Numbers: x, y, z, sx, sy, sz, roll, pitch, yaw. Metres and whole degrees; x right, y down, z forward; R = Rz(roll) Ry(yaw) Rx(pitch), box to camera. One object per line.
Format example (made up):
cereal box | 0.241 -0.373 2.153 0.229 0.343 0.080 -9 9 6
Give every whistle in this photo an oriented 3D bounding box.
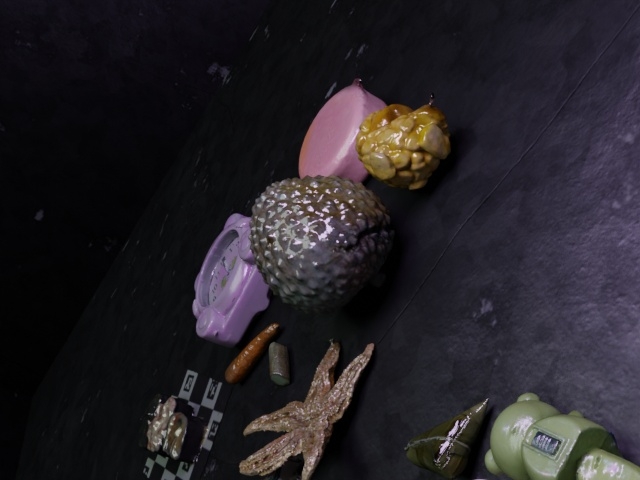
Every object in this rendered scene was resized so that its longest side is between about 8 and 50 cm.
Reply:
whistle | 0.258 0.227 0.714 0.105 0.085 0.227 -57 22 -12

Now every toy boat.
toy boat | -0.101 0.460 1.201 0.210 0.066 0.084 -55 1 26

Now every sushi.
sushi | -0.376 0.457 1.663 0.373 0.100 0.296 -4 64 61

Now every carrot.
carrot | -0.146 0.246 1.497 0.191 0.047 0.047 -49 30 20

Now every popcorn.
popcorn | 0.146 -0.161 1.216 0.194 0.140 0.163 6 64 52

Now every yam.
yam | -0.083 0.249 1.375 0.043 0.043 0.094 -47 30 31

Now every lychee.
lychee | 0.000 0.000 1.219 0.255 0.274 0.255 -50 -2 -3

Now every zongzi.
zongzi | 0.169 0.254 0.909 0.113 0.052 0.104 -58 18 -17

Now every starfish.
starfish | -0.016 0.295 1.169 0.302 0.060 0.299 -51 16 -16

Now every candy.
candy | 0.052 -0.218 1.475 0.255 0.094 0.255 -42 34 38

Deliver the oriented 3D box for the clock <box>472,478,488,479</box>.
clock | 0.153 0.426 0.746 0.290 0.080 0.275 -37 37 41

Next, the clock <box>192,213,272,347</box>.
clock | -0.213 0.081 1.683 0.296 0.113 0.322 -61 25 8
